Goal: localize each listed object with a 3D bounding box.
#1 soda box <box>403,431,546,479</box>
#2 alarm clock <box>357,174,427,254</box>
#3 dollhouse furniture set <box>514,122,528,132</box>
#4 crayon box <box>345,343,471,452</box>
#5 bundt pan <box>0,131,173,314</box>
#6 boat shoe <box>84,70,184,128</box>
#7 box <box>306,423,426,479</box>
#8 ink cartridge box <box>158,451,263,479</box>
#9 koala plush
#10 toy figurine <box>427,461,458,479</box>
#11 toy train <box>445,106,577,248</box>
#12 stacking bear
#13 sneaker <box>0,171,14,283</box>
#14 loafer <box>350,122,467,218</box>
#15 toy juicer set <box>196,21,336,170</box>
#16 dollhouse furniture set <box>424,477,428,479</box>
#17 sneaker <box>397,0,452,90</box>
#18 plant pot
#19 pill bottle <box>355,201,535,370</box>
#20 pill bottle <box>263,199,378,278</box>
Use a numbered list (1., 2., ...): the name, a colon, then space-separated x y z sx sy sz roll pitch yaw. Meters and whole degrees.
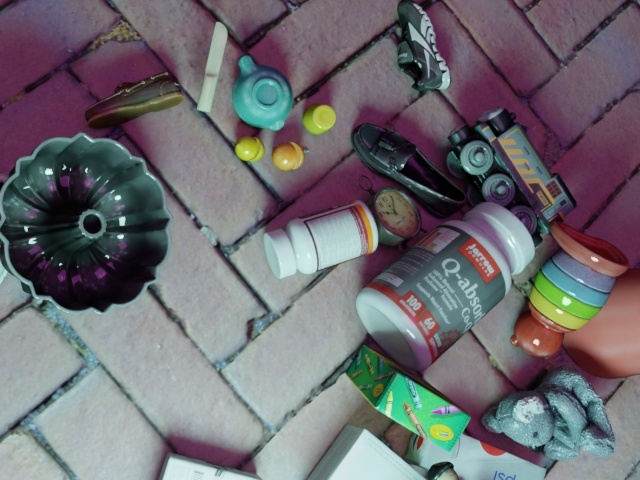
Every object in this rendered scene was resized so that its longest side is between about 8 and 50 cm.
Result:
1. soda box: 0.330 0.478 1.427 0.286 0.091 0.098 25 74 -10
2. alarm clock: 0.144 -0.065 1.475 0.129 0.064 0.192 -36 90 -40
3. dollhouse furniture set: 0.458 -0.227 1.635 0.081 0.091 0.114 13 101 -54
4. crayon box: 0.162 0.300 1.310 0.165 0.278 0.081 32 86 -9
5. bundt pan: -0.446 -0.024 1.238 0.330 0.124 0.331 7 79 -42
6. boat shoe: -0.388 -0.291 1.375 0.207 0.073 0.073 -24 86 -26
7. box: 0.084 0.498 1.339 0.181 0.119 0.182 42 72 -6
8. ink cartridge box: -0.219 0.499 1.272 0.190 0.082 0.140 19 76 -13
9. koala plush: 0.475 0.376 1.448 0.221 0.196 0.203 0 69 -16
10. toy figurine: 0.232 0.544 1.259 0.209 0.213 0.148 -45 53 -10
11. toy train: 0.432 -0.142 1.531 0.190 0.142 0.334 -35 93 -8
12. stacking bear: 0.533 0.132 1.481 0.175 0.164 0.289 21 112 -12
13. sneaker: -0.622 -0.019 1.234 0.102 0.111 0.252 12 77 -14
14. loafer: 0.207 -0.170 1.506 0.302 0.095 0.109 38 72 -6
15. toy juicer set: -0.144 -0.281 1.439 0.329 0.089 0.209 34 86 -16
16. dollhouse furniture set: 0.241 0.622 1.395 0.161 0.101 0.182 29 73 17
17. sneaker: 0.220 -0.455 1.571 0.106 0.078 0.234 -22 89 -21
18. plant pot: 0.720 0.180 1.514 0.274 0.243 0.275 3 80 -15
19. pill bottle: 0.269 0.087 1.418 0.363 0.210 0.210 -38 92 -18
20. pill bottle: 0.000 0.000 1.404 0.221 0.121 0.121 -18 85 -17
